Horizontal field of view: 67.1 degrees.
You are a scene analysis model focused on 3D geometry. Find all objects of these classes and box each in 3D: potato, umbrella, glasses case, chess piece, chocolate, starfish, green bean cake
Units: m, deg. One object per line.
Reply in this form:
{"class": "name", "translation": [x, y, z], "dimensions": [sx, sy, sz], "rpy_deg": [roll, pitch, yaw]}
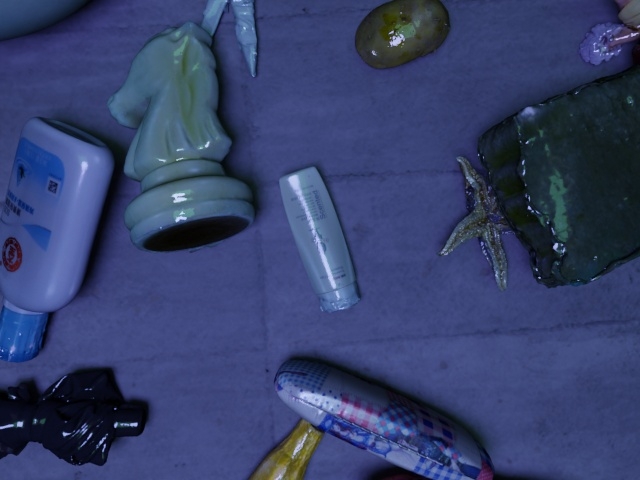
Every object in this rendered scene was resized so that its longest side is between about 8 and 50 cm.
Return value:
{"class": "potato", "translation": [0.118, -0.300, 0.691], "dimensions": [0.138, 0.070, 0.091], "rpy_deg": [-22, 91, 0]}
{"class": "umbrella", "translation": [-0.391, 0.255, 0.687], "dimensions": [0.272, 0.122, 0.110], "rpy_deg": [0, 135, -5]}
{"class": "glasses case", "translation": [0.087, 0.254, 0.679], "dimensions": [0.327, 0.125, 0.076], "rpy_deg": [24, 90, -2]}
{"class": "chess piece", "translation": [-0.202, -0.143, 0.664], "dimensions": [0.175, 0.176, 0.298], "rpy_deg": [-15, 80, 0]}
{"class": "chocolate", "translation": [-0.069, 0.360, 0.705], "dimensions": [0.085, 0.085, 0.219], "rpy_deg": [35, 86, -2]}
{"class": "starfish", "translation": [0.239, -0.025, 0.703], "dimensions": [0.176, 0.053, 0.208], "rpy_deg": [-26, 92, -18]}
{"class": "green bean cake", "translation": [0.361, -0.082, 0.651], "dimensions": [0.255, 0.132, 0.241], "rpy_deg": [-24, 92, -13]}

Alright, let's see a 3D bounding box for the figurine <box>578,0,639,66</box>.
{"class": "figurine", "translation": [0.467, -0.314, 0.664], "dimensions": [0.240, 0.116, 0.175], "rpy_deg": [34, 101, -5]}

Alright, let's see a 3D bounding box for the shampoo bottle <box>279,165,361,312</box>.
{"class": "shampoo bottle", "translation": [0.000, 0.000, 0.709], "dimensions": [0.072, 0.049, 0.212], "rpy_deg": [-21, 92, -4]}

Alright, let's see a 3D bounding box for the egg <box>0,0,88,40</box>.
{"class": "egg", "translation": [-0.417, -0.393, 0.578], "dimensions": [0.389, 0.276, 0.276], "rpy_deg": [-23, 92, 2]}

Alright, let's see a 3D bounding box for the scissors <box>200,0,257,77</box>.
{"class": "scissors", "translation": [-0.132, -0.426, 0.706], "dimensions": [0.256, 0.029, 0.383], "rpy_deg": [7, 93, 0]}

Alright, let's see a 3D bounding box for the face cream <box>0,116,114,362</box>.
{"class": "face cream", "translation": [-0.386, 0.009, 0.669], "dimensions": [0.163, 0.080, 0.337], "rpy_deg": [28, 103, 26]}

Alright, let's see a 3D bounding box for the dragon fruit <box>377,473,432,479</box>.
{"class": "dragon fruit", "translation": [0.194, 0.491, 0.711], "dimensions": [0.286, 0.228, 0.329], "rpy_deg": [14, 114, 30]}
